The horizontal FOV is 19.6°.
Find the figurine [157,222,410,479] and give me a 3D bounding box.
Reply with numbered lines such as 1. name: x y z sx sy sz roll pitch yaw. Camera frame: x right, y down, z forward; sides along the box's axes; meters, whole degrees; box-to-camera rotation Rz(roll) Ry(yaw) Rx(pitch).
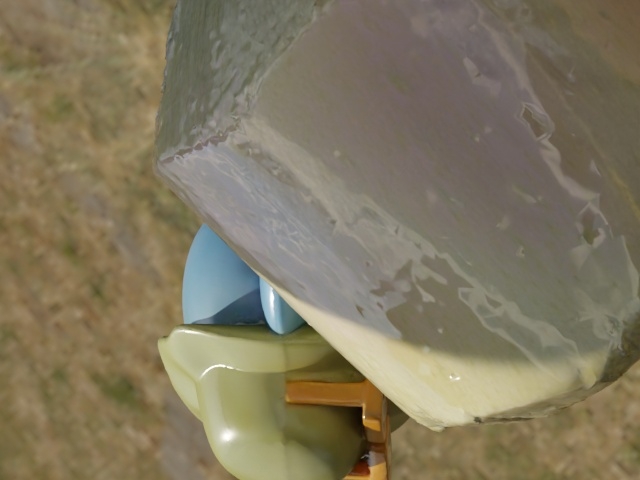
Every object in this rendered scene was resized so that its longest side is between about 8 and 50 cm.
1. figurine: -0.004 0.000 0.958 0.154 0.262 0.180 10 162 -21

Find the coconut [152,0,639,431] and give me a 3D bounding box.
1. coconut: 0.051 -0.070 0.727 0.244 0.239 0.239 50 150 -6
